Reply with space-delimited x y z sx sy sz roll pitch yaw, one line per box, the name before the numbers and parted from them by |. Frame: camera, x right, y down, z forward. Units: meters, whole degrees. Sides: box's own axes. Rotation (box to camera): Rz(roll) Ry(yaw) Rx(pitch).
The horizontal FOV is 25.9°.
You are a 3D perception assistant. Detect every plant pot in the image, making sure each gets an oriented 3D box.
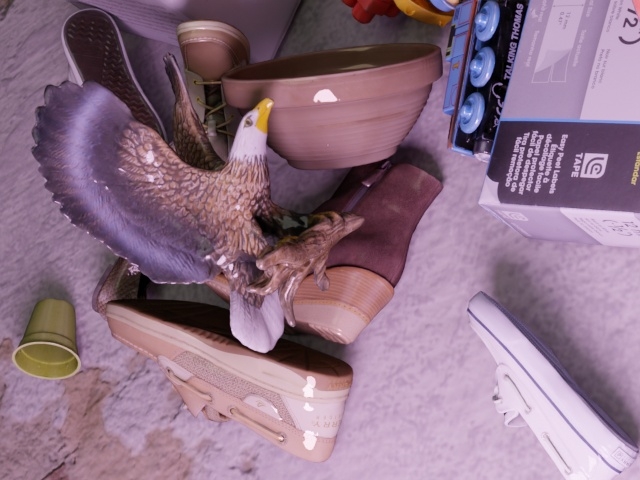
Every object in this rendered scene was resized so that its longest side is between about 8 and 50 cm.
plant pot | -0.332 0.117 1.714 0.083 0.083 0.079 -23 45 28
plant pot | 0.017 -0.141 1.497 0.237 0.237 0.110 4 109 38

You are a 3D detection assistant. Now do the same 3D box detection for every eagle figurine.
eagle figurine | -0.112 -0.053 1.393 0.298 0.226 0.225 26 73 22

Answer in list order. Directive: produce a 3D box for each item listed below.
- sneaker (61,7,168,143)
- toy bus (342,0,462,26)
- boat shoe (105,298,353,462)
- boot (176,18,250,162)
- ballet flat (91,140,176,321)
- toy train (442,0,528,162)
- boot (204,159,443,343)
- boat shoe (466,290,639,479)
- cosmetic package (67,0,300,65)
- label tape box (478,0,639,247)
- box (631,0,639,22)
sneaker | -0.256 -0.143 1.771 0.106 0.123 0.290 -12 75 -10
toy bus | 0.118 -0.311 1.522 0.211 0.149 0.220 -53 50 23
boat shoe | -0.116 0.143 1.502 0.341 0.121 0.110 19 103 41
boot | -0.120 -0.141 1.583 0.077 0.213 0.165 1 70 8
ballet flat | -0.194 -0.011 1.662 0.058 0.084 0.250 27 90 27
toy train | 0.173 -0.167 1.437 0.105 0.080 0.184 170 111 -68
boot | 0.000 0.000 1.521 0.248 0.090 0.207 14 67 42
boat shoe | 0.193 0.141 1.290 0.076 0.083 0.226 -47 51 10
cosmetic package | -0.221 -0.451 1.662 0.329 0.393 0.327 20 84 41
label tape box | 0.341 -0.120 1.275 0.347 0.115 0.249 5 73 40
box | 0.331 -0.339 1.252 0.142 0.154 0.300 -13 39 19
